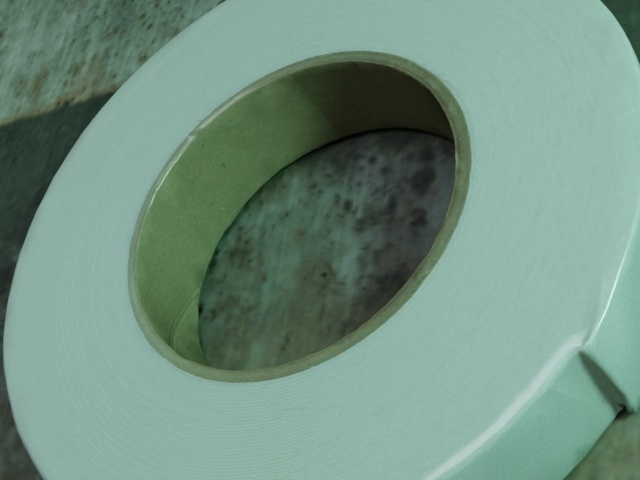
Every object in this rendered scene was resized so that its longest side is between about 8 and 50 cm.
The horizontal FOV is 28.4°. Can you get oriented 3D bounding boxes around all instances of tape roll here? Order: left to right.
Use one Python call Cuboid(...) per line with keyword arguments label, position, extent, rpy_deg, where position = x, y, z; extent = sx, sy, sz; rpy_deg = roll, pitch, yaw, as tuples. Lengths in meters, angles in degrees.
Cuboid(label="tape roll", position=(0.000, 0.000, 0.692), extent=(0.392, 0.072, 0.392), rpy_deg=(-18, 50, 22))
